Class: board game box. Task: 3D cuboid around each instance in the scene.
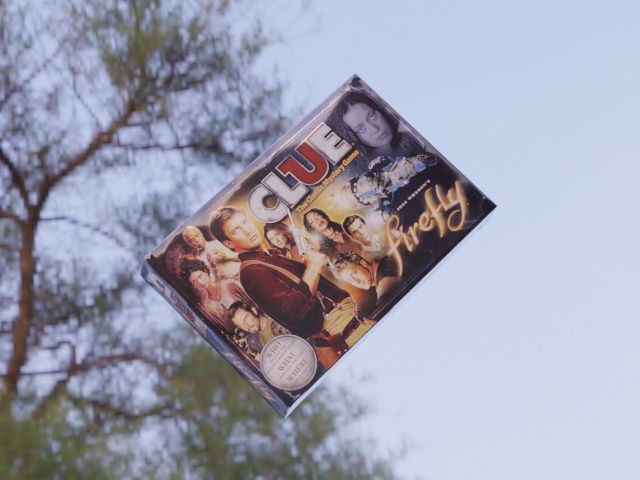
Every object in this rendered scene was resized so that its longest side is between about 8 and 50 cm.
[{"bbox_3d":[0.000,0.000,1.225,0.243,0.165,0.042,-43,-9,-20],"label":"board game box"}]
